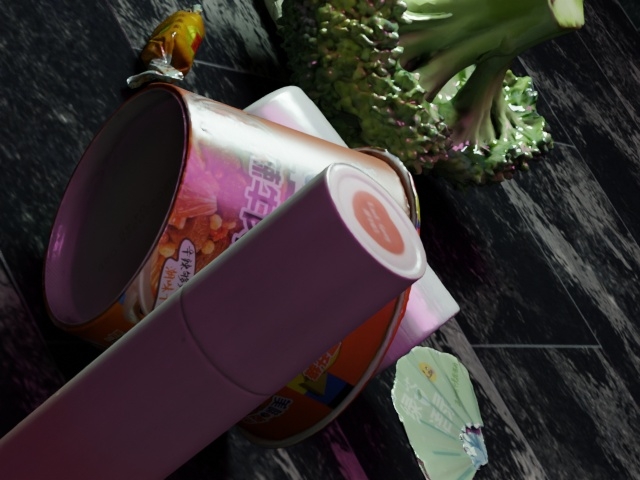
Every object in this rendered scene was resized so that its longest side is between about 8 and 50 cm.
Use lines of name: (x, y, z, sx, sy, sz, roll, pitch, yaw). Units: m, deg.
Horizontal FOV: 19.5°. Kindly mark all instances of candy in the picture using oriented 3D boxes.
candy: (-0.139, -0.180, 1.749, 0.046, 0.053, 0.182, 51, 25, -17)

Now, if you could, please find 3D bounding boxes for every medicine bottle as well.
medicine bottle: (0.000, 0.000, 1.624, 0.252, 0.144, 0.144, 51, 24, 6)

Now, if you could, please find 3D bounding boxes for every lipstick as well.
lipstick: (-0.082, 0.082, 1.144, 0.087, 0.327, 0.087, 40, 26, -24)

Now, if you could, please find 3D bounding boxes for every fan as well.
fan: (0.115, 0.168, 1.754, 0.131, 0.009, 0.240, 41, 26, -16)

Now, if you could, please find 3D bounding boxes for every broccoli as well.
broccoli: (0.114, -0.171, 1.919, 0.302, 0.249, 0.375, 11, -28, 50)

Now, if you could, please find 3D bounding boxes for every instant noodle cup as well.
instant noodle cup: (-0.076, 0.007, 1.387, 0.192, 0.250, 0.250, 26, 34, -30)

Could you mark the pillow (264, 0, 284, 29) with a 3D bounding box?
pillow: (0.011, -0.246, 2.098, 0.230, 0.050, 0.148, 15, 42, -50)
